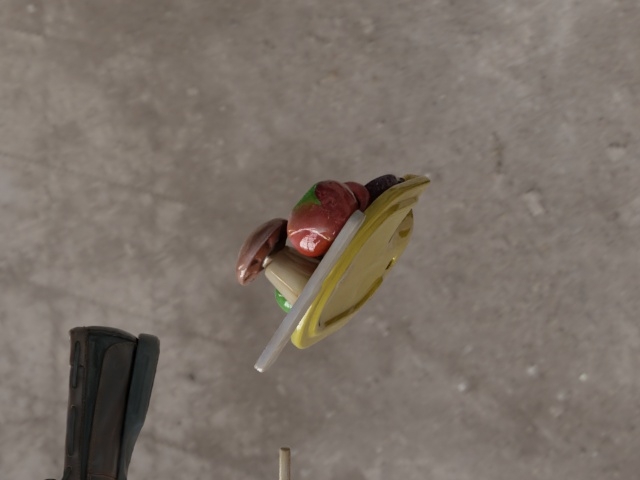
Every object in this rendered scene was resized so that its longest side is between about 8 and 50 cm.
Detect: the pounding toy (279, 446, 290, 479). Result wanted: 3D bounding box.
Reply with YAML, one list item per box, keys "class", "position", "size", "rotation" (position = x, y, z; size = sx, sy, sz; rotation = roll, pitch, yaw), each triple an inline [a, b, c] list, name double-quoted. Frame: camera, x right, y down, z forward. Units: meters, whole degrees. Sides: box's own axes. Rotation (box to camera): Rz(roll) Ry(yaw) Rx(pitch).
- class: "pounding toy"
  position: [-0.019, 0.295, 1.537]
  size: [0.100, 0.130, 0.141]
  rotation: [17, 145, -6]

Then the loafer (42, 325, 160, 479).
- class: "loafer"
  position: [-0.205, 0.200, 1.361]
  size: [0.084, 0.268, 0.096]
  rotation: [15, 156, -7]

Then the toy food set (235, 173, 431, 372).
- class: "toy food set"
  position: [0.000, 0.000, 1.051]
  size: [0.071, 0.218, 0.128]
  rotation: [35, 106, 12]
